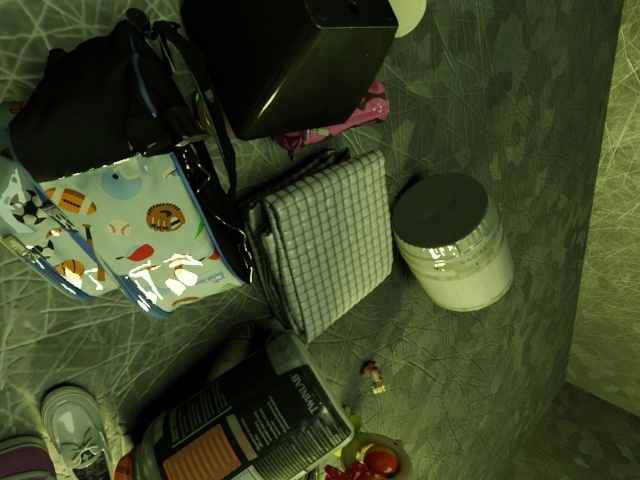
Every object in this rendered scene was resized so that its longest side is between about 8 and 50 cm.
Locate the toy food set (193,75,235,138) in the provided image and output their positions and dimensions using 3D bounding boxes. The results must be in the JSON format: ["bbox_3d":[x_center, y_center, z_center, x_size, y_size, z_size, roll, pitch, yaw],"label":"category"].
[{"bbox_3d":[-0.136,-0.181,0.569,0.083,0.020,0.082,36,82,-46],"label":"toy food set"}]

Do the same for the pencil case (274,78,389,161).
[{"bbox_3d":[0.021,-0.203,0.652,0.210,0.098,0.095,-30,126,-32],"label":"pencil case"}]

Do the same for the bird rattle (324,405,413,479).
[{"bbox_3d":[0.105,0.495,0.918,0.207,0.253,0.142,7,98,-1],"label":"bird rattle"}]

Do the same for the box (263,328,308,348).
[{"bbox_3d":[-0.092,0.256,0.766,0.059,0.054,0.168,27,87,-46],"label":"box"}]

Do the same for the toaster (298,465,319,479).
[{"bbox_3d":[-0.070,0.470,0.793,0.185,0.110,0.167,-50,141,-73],"label":"toaster"}]

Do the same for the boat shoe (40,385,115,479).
[{"bbox_3d":[-0.321,0.281,0.554,0.066,0.063,0.183,-17,118,-38],"label":"boat shoe"}]

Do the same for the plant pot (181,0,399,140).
[{"bbox_3d":[-0.025,-0.253,0.487,0.188,0.167,0.187,-22,86,-35],"label":"plant pot"}]

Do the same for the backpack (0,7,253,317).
[{"bbox_3d":[-0.181,-0.050,0.422,0.213,0.276,0.263,-23,135,1],"label":"backpack"}]

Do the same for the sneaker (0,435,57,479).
[{"bbox_3d":[-0.424,0.338,0.415,0.282,0.161,0.102,-30,126,-30],"label":"sneaker"}]

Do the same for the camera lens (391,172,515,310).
[{"bbox_3d":[0.299,0.013,0.916,0.219,0.220,0.274,-52,134,-14],"label":"camera lens"}]

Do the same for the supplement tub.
[{"bbox_3d":[-0.125,0.302,0.625,0.316,0.193,0.193,-32,128,-8],"label":"supplement tub"}]

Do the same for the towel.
[{"bbox_3d":[0.000,0.000,0.706,0.235,0.121,0.283,-33,128,-28],"label":"towel"}]

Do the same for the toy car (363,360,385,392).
[{"bbox_3d":[0.135,0.356,1.023,0.041,0.060,0.121,-19,117,0],"label":"toy car"}]

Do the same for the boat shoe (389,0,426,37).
[{"bbox_3d":[0.034,-0.406,0.587,0.305,0.091,0.109,14,134,-43],"label":"boat shoe"}]
